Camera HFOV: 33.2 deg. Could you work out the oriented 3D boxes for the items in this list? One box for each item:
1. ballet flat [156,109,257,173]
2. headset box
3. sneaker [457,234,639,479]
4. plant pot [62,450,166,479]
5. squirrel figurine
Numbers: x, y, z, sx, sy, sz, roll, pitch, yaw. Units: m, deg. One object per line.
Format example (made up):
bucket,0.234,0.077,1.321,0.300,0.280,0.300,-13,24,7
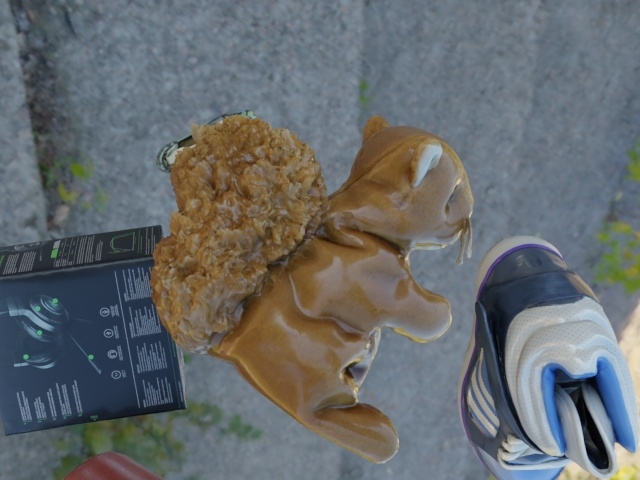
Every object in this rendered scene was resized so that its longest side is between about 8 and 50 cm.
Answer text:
ballet flat,-0.191,-0.161,1.807,0.188,0.070,0.070,-29,142,5
headset box,-0.349,0.129,1.538,0.283,0.131,0.246,-9,111,-5
sneaker,0.216,0.177,1.026,0.130,0.236,0.322,-7,120,-3
plant pot,-0.249,0.449,1.497,0.272,0.265,0.272,-43,150,-32
squirrel figurine,0.000,0.000,1.319,0.397,0.281,0.370,30,97,-20
